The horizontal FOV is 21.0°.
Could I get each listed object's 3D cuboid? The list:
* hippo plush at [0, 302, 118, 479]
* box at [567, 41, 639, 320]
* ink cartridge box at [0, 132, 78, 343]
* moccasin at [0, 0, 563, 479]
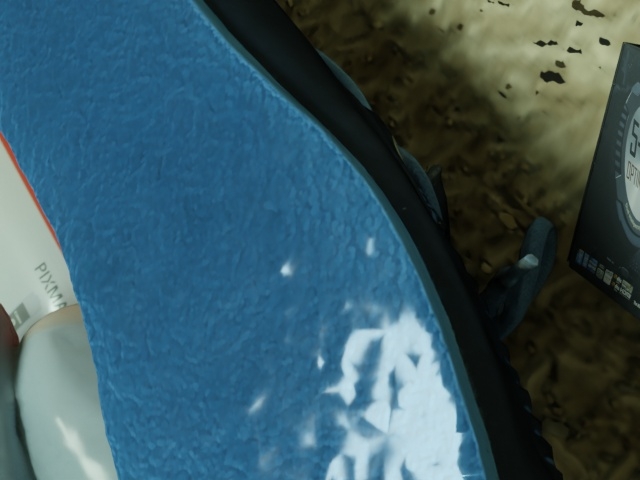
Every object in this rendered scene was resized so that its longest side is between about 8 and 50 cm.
[{"bbox_3d":[-0.105,0.170,0.607,0.234,0.294,0.236,-70,-8,-50],"label":"hippo plush"},{"bbox_3d":[0.096,-0.011,0.450,0.083,0.018,0.067,-131,51,-66],"label":"box"},{"bbox_3d":[-0.130,-0.011,0.688,0.145,0.045,0.179,58,142,23],"label":"ink cartridge box"},{"bbox_3d":[0.000,0.000,0.518,0.138,0.117,0.342,-43,53,26],"label":"moccasin"}]
